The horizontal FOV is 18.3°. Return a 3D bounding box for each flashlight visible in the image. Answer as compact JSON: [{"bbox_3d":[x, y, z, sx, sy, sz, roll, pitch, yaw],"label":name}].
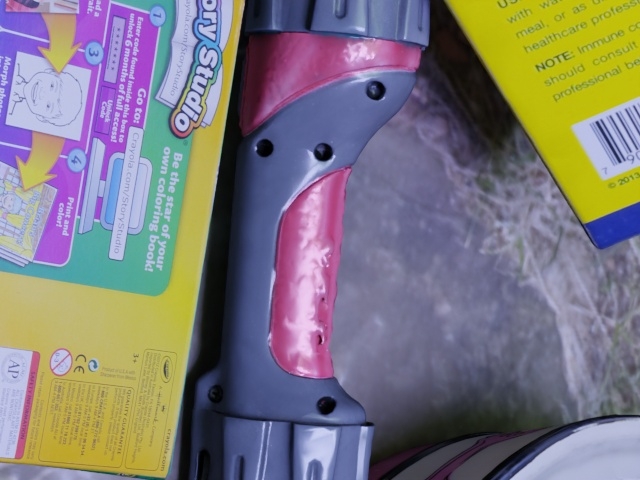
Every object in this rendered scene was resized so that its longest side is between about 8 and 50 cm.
[{"bbox_3d":[0.000,0.000,1.055,0.103,0.103,0.304,3,90,-35],"label":"flashlight"}]

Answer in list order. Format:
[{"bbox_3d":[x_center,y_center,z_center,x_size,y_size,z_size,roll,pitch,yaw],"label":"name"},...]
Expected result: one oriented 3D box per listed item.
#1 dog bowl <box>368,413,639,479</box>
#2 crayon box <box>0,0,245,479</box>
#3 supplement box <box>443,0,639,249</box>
[{"bbox_3d":[0.107,0.295,1.154,0.408,0.150,0.408,-4,96,-43],"label":"dog bowl"},{"bbox_3d":[-0.135,-0.033,0.939,0.165,0.081,0.279,12,86,-44],"label":"crayon box"},{"bbox_3d":[0.153,-0.206,1.065,0.356,0.195,0.194,54,22,-34],"label":"supplement box"}]
